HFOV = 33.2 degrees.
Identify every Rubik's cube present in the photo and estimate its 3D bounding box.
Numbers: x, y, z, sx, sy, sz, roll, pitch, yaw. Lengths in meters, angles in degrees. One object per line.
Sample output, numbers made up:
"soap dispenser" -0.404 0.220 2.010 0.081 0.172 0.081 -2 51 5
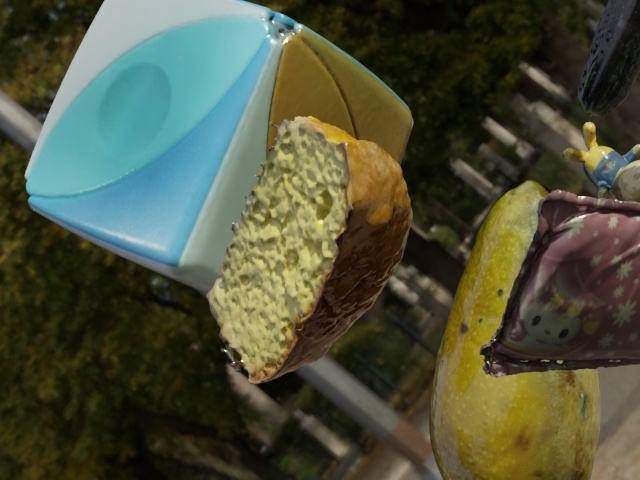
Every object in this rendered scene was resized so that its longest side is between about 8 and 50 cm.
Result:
"Rubik's cube" -0.129 -0.113 1.425 0.352 0.351 0.347 24 -92 -55

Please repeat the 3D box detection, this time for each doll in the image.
"doll" 0.415 -0.085 1.455 0.102 0.179 0.089 -51 -7 -12

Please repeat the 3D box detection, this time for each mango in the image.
"mango" 0.186 0.112 1.034 0.176 0.176 0.329 162 106 -66

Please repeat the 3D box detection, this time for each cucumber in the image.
"cucumber" 0.370 -0.260 1.283 0.241 0.074 0.074 -68 -11 18

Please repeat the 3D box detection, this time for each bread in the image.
"bread" 0.005 0.003 0.959 0.134 0.129 0.260 -5 -45 -42

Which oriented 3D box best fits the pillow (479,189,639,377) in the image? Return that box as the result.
"pillow" 0.179 0.023 0.570 0.043 0.185 0.118 -112 31 -54
